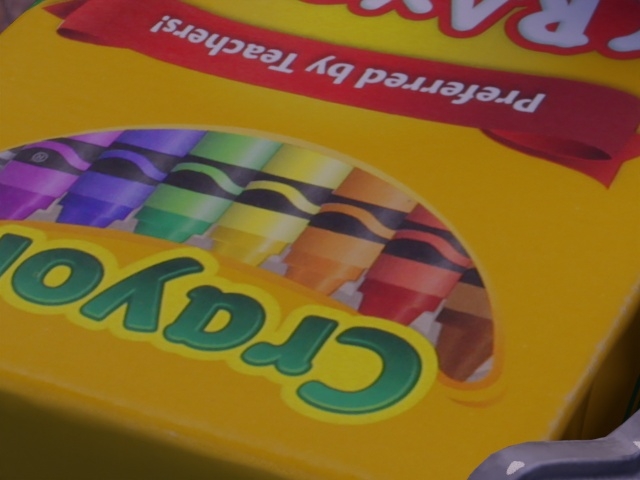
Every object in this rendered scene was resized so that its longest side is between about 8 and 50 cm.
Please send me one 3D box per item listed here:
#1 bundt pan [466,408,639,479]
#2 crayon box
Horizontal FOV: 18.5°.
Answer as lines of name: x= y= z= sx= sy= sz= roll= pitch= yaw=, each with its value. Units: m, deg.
bundt pan: x=0.098 y=0.188 z=0.381 sx=0.331 sy=0.331 sz=0.124 roll=-55 pitch=40 yaw=5
crayon box: x=0.000 y=0.000 z=0.502 sx=0.202 sy=0.081 sz=0.318 roll=14 pitch=43 yaw=24
